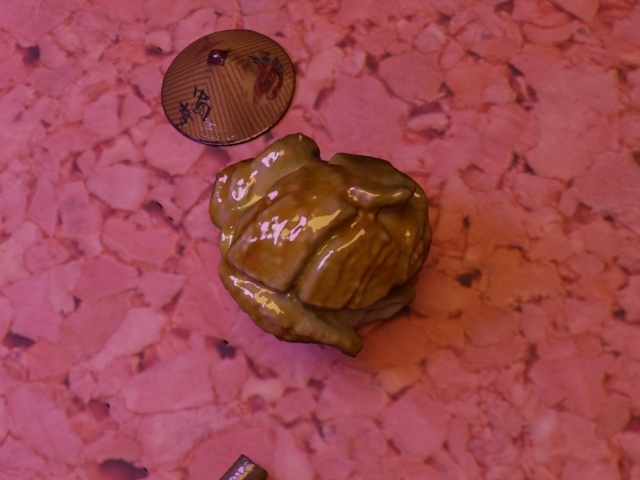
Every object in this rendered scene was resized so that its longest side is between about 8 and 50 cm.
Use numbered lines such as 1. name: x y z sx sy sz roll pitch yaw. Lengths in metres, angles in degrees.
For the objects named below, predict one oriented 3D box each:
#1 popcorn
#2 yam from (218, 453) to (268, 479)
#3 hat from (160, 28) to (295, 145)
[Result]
1. popcorn: -0.001 -0.006 1.279 0.276 0.276 0.225 23 105 17
2. yam: -0.104 0.289 1.236 0.043 0.043 0.094 38 74 22
3. hat: -0.133 -0.229 1.473 0.193 0.082 0.193 -3 65 6
